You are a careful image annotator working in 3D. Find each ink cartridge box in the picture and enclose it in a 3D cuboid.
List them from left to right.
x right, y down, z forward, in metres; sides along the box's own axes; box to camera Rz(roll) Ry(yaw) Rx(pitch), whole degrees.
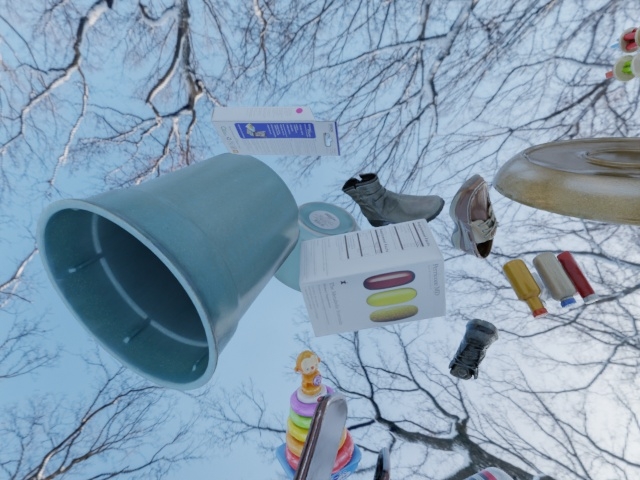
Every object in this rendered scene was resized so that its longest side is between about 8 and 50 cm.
[{"bbox_3d":[-0.126,-0.329,1.250,0.371,0.175,0.069,4,-111,8],"label":"ink cartridge box"}]

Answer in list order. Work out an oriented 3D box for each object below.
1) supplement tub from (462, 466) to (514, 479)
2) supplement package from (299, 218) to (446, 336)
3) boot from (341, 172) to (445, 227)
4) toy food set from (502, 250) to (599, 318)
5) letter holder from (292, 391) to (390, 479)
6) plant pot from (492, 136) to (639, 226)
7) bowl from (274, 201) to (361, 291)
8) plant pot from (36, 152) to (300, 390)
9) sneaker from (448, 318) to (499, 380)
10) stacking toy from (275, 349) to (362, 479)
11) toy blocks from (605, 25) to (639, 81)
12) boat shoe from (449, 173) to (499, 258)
[{"bbox_3d":[0.276,0.583,0.784,0.272,0.191,0.191,-21,-100,-6],"label":"supplement tub"},{"bbox_3d":[0.094,0.068,0.761,0.244,0.139,0.134,-11,-147,6],"label":"supplement package"},{"bbox_3d":[0.175,-0.108,1.049,0.161,0.247,0.083,45,-122,-32],"label":"boot"},{"bbox_3d":[0.440,0.095,0.765,0.232,0.111,0.104,24,-138,-46],"label":"toy food set"},{"bbox_3d":[0.057,0.295,0.448,0.152,0.302,0.214,12,-112,13],"label":"letter holder"},{"bbox_3d":[0.292,-0.068,0.390,0.236,0.236,0.032,-10,-67,-14],"label":"plant pot"},{"bbox_3d":[0.000,0.000,1.203,0.312,0.163,0.311,10,-144,-7],"label":"bowl"},{"bbox_3d":[-0.222,0.016,0.728,0.341,0.341,0.334,40,-140,1],"label":"plant pot"},{"bbox_3d":[0.407,0.298,1.091,0.087,0.227,0.130,21,-121,17],"label":"sneaker"},{"bbox_3d":[-0.014,0.388,0.937,0.175,0.166,0.301,-14,-73,-29],"label":"stacking toy"},{"bbox_3d":[0.645,-0.389,0.853,0.054,0.148,0.123,26,-76,-5],"label":"toy blocks"},{"bbox_3d":[0.438,-0.056,1.129,0.123,0.324,0.116,-43,-125,-8],"label":"boat shoe"}]
